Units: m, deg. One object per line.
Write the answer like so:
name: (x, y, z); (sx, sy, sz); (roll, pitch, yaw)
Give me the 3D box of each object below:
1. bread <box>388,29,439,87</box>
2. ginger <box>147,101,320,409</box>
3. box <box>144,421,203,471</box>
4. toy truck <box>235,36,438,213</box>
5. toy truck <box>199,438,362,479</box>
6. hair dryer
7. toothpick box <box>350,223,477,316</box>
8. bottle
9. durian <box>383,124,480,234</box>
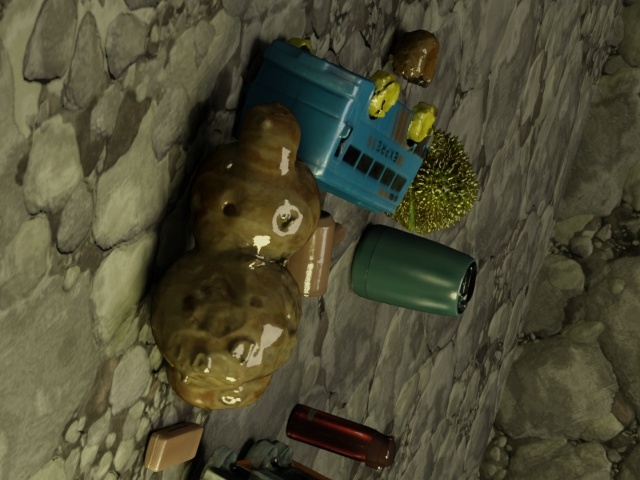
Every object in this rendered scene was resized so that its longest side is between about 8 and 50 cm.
bread: (0.142, -0.278, 2.350); (0.113, 0.060, 0.082); (27, 80, -73)
ginger: (-0.094, 0.024, 1.790); (0.256, 0.176, 0.375); (-60, 162, -85)
box: (-0.182, 0.253, 1.925); (0.115, 0.025, 0.048); (-6, 116, -69)
toy truck: (0.029, -0.144, 2.002); (0.162, 0.161, 0.385); (-65, 162, 1)
toy truck: (-0.069, 0.403, 2.141); (0.207, 0.173, 0.387); (-65, 163, 1)
hair dryer: (0.000, 0.000, 2.194); (0.181, 0.064, 0.117); (-46, 146, -68)
toothpick box: (0.151, 0.051, 2.446); (0.120, 0.184, 0.120); (15, 90, -72)
bottle: (0.034, 0.298, 2.345); (0.060, 0.164, 0.060); (16, 90, -71)
durian: (0.149, -0.104, 2.378); (0.198, 0.159, 0.146); (52, 37, -26)
